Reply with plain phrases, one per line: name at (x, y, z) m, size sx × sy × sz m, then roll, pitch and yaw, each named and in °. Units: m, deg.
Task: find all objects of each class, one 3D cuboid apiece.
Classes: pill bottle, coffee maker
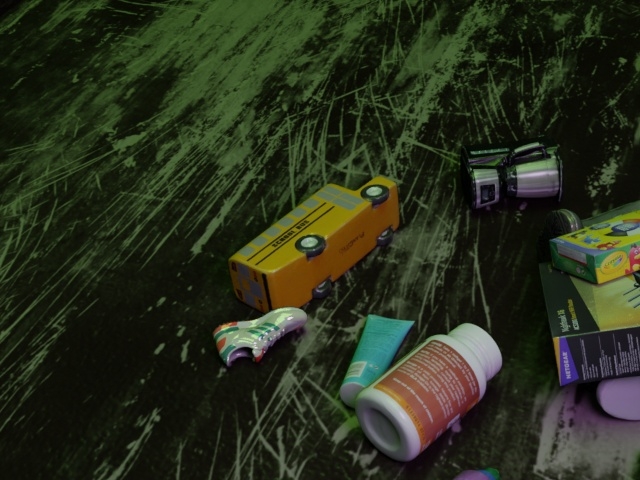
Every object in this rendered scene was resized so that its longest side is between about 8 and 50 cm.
pill bottle at (0.163, 0.215, 1.515) m, size 0.216 × 0.121 × 0.121 m, roll -34°, pitch 44°, yaw -30°
coffee maker at (0.357, -0.132, 1.968) m, size 0.178 × 0.120 × 0.171 m, roll -6°, pitch 13°, yaw 1°

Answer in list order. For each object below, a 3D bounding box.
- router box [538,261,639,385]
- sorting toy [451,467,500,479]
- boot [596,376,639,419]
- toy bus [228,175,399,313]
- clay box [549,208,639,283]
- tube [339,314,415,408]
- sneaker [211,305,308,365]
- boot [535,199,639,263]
router box at (0.461, 0.100, 1.547) m, size 0.242 × 0.081 × 0.309 m, roll -10°, pitch 17°, yaw 11°
sorting toy at (0.346, 0.367, 1.318) m, size 0.365 × 0.127 × 0.126 m, roll 17°, pitch 20°, yaw 27°
boot at (0.512, 0.184, 1.540) m, size 0.258 × 0.095 × 0.123 m, roll -11°, pitch 23°, yaw -9°
toy bus at (0.000, 0.000, 1.843) m, size 0.130 × 0.108 × 0.332 m, roll 22°, pitch 46°, yaw 36°
clay box at (0.487, 0.000, 1.616) m, size 0.222 × 0.053 × 0.127 m, roll -19°, pitch 17°, yaw -16°
tube at (0.085, 0.181, 1.640) m, size 0.080 × 0.052 × 0.207 m, roll 11°, pitch 35°, yaw 16°
sneaker at (-0.093, 0.163, 1.697) m, size 0.161 × 0.057 × 0.075 m, roll -13°, pitch 54°, yaw -10°
boot at (0.482, -0.026, 1.755) m, size 0.208 × 0.190 × 0.076 m, roll -12°, pitch 76°, yaw -6°
